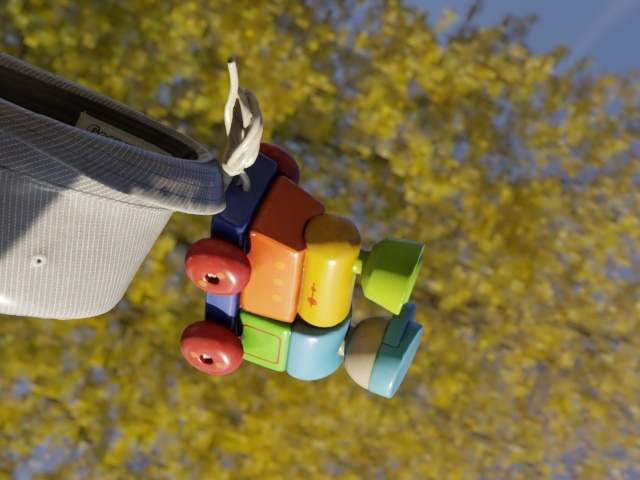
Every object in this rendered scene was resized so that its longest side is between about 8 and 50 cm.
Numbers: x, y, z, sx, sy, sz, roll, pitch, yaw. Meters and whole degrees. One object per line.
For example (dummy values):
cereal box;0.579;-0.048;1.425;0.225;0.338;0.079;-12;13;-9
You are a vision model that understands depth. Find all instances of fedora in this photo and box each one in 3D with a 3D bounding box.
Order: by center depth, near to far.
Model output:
fedora;-0.195;-0.039;1.036;0.124;0.275;0.244;-66;-154;7

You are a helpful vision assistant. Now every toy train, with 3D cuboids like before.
toy train;0.000;0.000;1.146;0.248;0.143;0.105;99;13;-52
